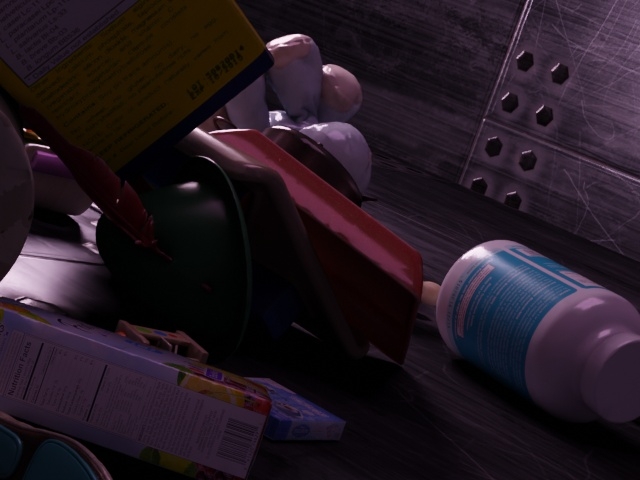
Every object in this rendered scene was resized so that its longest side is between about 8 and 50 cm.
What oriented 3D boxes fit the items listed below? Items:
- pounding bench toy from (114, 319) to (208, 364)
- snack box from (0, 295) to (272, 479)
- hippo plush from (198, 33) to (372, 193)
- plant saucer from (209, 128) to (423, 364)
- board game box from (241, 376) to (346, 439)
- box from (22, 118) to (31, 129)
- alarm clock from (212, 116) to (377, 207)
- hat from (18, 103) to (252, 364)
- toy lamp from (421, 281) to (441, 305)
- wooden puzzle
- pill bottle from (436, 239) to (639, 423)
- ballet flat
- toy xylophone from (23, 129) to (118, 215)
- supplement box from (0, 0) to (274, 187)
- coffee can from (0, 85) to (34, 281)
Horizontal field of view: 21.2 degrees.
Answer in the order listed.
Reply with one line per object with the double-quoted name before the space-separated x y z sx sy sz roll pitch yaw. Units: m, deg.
"pounding bench toy" -0.140 0.093 1.341 0.065 0.052 0.083 14 10 -32
"snack box" -0.140 0.099 1.156 0.207 0.070 0.174 18 -3 -3
"hippo plush" -0.057 -0.102 2.243 0.234 0.294 0.236 15 30 -28
"plant saucer" 0.000 0.000 1.691 0.259 0.048 0.258 37 -15 10
"board game box" -0.040 0.137 1.396 0.090 0.020 0.090 25 9 35
"box" -0.382 -0.174 1.958 0.190 0.045 0.184 27 14 34
"alarm clock" -0.033 -0.073 1.766 0.192 0.064 0.129 34 -15 10
"hat" -0.177 0.010 1.450 0.183 0.209 0.173 -4 -17 -30
"toy lamp" 0.162 0.075 2.054 0.274 0.080 0.080 22 8 -1
"wooden puzzle" -0.128 -0.021 1.694 0.322 0.080 0.348 30 -18 34
"pill bottle" 0.248 0.103 1.830 0.146 0.146 0.264 14 10 -33
"ballet flat" -0.161 0.137 1.016 0.168 0.057 0.052 27 1 38
"toy xylophone" -0.355 -0.104 2.006 0.322 0.081 0.236 27 11 39
"supplement box" -0.221 -0.236 1.422 0.195 0.194 0.356 51 -1 35
"coffee can" -0.336 -0.063 1.377 0.201 0.202 0.275 17 9 -15
